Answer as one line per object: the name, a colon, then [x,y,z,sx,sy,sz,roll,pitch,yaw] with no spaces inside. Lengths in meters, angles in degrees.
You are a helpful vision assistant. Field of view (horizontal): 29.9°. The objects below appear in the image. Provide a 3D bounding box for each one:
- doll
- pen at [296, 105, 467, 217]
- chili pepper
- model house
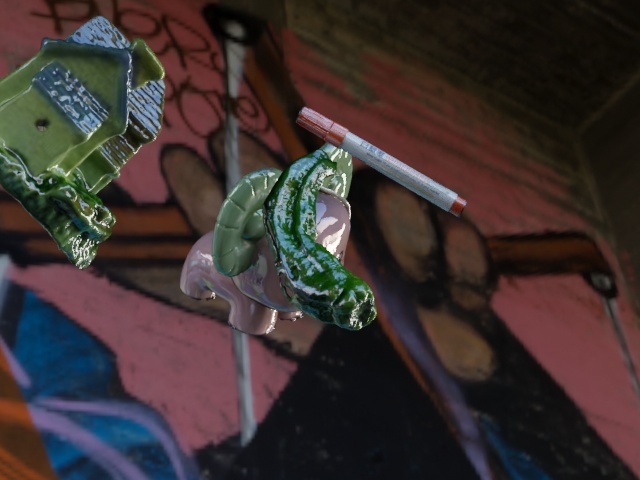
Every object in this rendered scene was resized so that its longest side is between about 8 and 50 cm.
doll: [-0.070,-0.012,1.661,0.284,0.216,0.268,-26,-41,-49]
pen: [0.076,-0.098,1.496,0.239,0.028,0.028,31,-50,0]
chili pepper: [-0.006,0.000,0.993,0.073,0.182,0.050,-18,-35,5]
model house: [-0.225,-0.107,1.134,0.189,0.214,0.195,-44,-80,-6]
